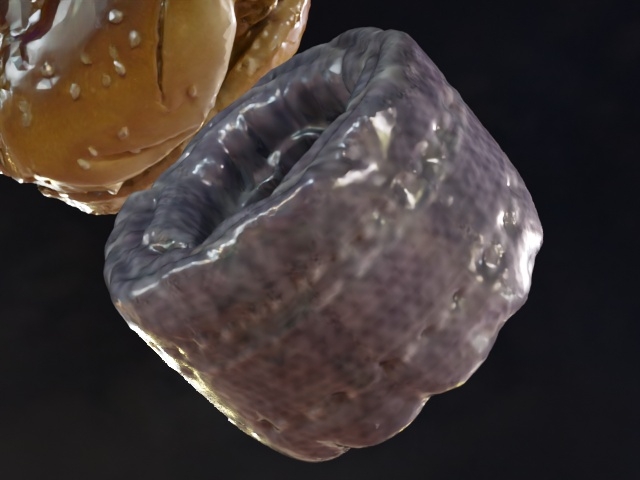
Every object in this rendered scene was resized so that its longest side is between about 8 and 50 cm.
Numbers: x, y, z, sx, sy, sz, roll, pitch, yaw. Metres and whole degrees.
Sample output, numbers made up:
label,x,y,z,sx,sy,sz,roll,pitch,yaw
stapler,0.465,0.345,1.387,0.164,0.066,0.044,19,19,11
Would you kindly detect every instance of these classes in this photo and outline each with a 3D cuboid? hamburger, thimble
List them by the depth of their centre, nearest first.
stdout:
label,x,y,z,sx,sy,sz,roll,pitch,yaw
thimble,0.001,0.000,0.553,0.150,0.150,0.098,-24,-63,38
hamburger,-0.121,-0.140,0.888,0.286,0.243,0.146,7,-8,36
